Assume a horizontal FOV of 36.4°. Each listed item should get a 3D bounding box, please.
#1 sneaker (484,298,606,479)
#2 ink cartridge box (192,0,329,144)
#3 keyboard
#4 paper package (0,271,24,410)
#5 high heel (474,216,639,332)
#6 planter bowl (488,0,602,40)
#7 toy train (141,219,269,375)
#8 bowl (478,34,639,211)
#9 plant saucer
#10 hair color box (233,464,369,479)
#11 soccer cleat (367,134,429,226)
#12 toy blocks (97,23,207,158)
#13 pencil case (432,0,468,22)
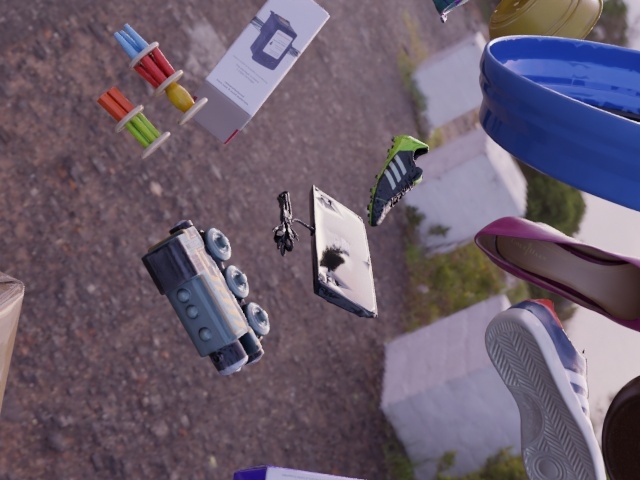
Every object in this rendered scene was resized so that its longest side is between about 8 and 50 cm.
[{"bbox_3d":[0.374,0.251,1.508,0.148,0.131,0.350,-28,103,-50],"label":"sneaker"},{"bbox_3d":[-0.109,-0.297,1.638,0.100,0.172,0.237,39,69,-10],"label":"ink cartridge box"},{"bbox_3d":[0.000,0.000,1.579,0.201,0.033,0.317,34,23,-19],"label":"keyboard"},{"bbox_3d":[-0.583,0.161,1.285,0.309,0.325,0.168,23,27,6],"label":"paper package"},{"bbox_3d":[0.426,0.069,1.553,0.181,0.377,0.127,-6,114,-47],"label":"high heel"},{"bbox_3d":[0.344,-0.361,1.601,0.090,0.217,0.217,46,27,-21],"label":"planter bowl"},{"bbox_3d":[-0.231,0.117,1.982,0.334,0.142,0.190,62,23,-2],"label":"toy train"},{"bbox_3d":[0.337,-0.104,0.920,0.391,0.391,0.077,-55,159,-65],"label":"bowl"},{"bbox_3d":[0.429,0.265,1.230,0.036,0.198,0.198,3,60,-37],"label":"plant saucer"},{"bbox_3d":[-0.019,0.449,1.144,0.185,0.110,0.339,15,66,-25],"label":"hair color box"},{"bbox_3d":[0.131,-0.099,1.651,0.060,0.072,0.179,78,33,-67],"label":"soccer cleat"},{"bbox_3d":[-0.245,-0.204,1.311,0.148,0.123,0.054,48,0,-6],"label":"toy blocks"},{"bbox_3d":[0.113,-0.314,1.046,0.151,0.064,0.070,53,18,-1],"label":"pencil case"}]
